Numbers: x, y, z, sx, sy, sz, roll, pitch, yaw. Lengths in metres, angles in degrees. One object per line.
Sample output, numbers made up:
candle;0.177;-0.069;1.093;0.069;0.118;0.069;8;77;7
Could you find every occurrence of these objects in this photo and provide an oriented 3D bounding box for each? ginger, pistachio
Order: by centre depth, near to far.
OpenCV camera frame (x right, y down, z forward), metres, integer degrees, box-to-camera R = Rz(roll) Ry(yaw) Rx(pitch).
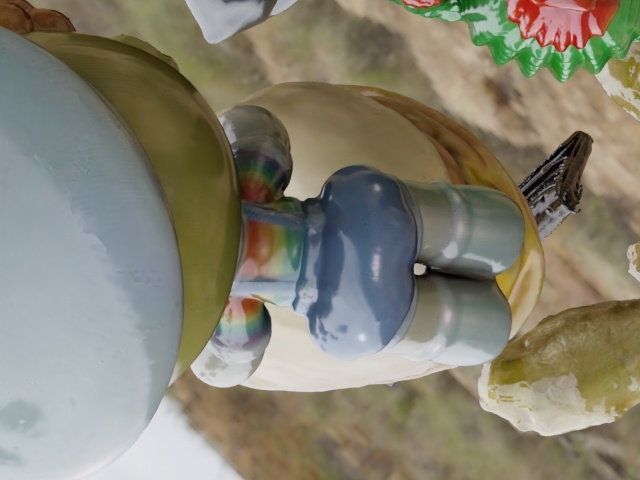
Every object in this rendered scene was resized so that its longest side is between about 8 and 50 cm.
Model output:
pistachio;0.000;0.000;1.179;0.309;0.230;0.230;10;161;32
ginger;0.326;0.004;1.230;0.348;0.363;0.122;16;157;7

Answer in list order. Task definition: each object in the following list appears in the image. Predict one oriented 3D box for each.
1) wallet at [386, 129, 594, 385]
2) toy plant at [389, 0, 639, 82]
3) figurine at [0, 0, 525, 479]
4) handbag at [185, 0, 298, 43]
wallet;0.136;0.013;1.420;0.039;0.243;0.133;41;-147;-5
toy plant;0.110;-0.128;0.882;0.155;0.088;0.240;13;-170;29
figurine;-0.055;-0.013;0.811;0.205;0.382;0.224;13;110;58
handbag;-0.079;-0.323;1.224;0.288;0.152;0.342;57;158;0
